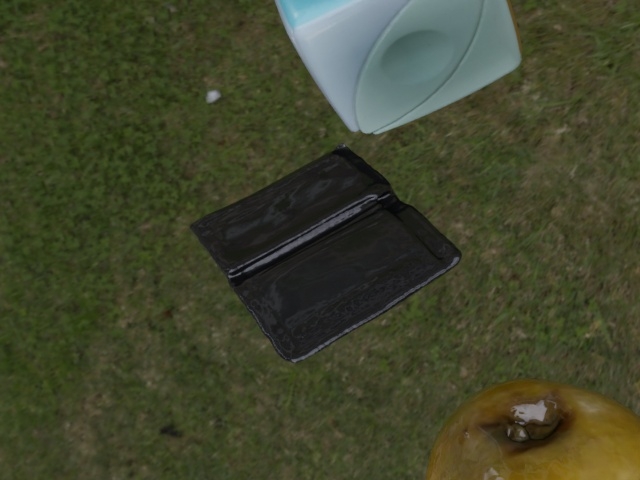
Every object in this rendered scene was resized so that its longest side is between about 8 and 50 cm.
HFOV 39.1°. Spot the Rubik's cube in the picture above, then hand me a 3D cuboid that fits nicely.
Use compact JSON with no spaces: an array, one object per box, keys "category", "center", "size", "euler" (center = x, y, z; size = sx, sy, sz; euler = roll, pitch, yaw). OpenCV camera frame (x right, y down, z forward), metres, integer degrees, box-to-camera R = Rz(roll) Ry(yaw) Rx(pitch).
[{"category":"Rubik's cube","center":[0.118,-0.437,1.544],"size":[0.352,0.347,0.352],"euler":[-20,59,14]}]

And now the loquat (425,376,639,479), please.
[{"category":"loquat","center":[0.245,0.285,0.937],"size":[0.275,0.275,0.274],"euler":[9,110,25]}]

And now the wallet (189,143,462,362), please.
[{"category":"wallet","center":[0.000,0.000,1.098],"size":[0.323,0.247,0.041],"euler":[48,161,48]}]
